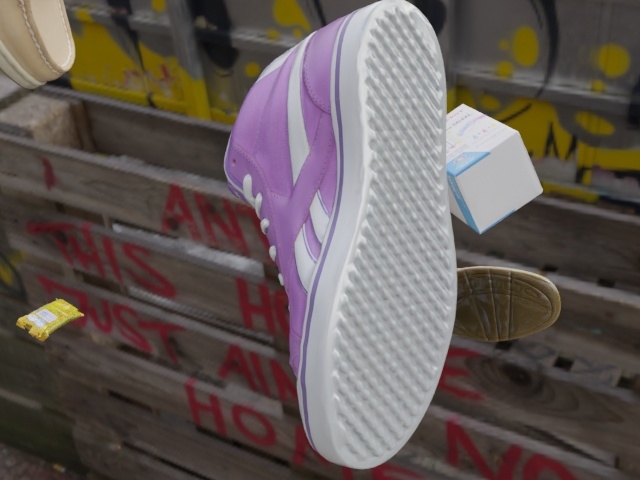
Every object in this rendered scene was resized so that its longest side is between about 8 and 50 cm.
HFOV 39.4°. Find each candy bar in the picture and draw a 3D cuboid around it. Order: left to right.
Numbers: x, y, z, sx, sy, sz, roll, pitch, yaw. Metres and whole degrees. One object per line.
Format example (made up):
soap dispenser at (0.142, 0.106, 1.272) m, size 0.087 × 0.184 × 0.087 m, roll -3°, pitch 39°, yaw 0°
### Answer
candy bar at (-0.316, 0.090, 1.053) m, size 0.040 × 0.018 × 0.161 m, roll 34°, pitch 4°, yaw -3°

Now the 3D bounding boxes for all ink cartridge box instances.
ink cartridge box at (0.175, -0.090, 1.057) m, size 0.092 × 0.090 × 0.143 m, roll -34°, pitch 31°, yaw -6°

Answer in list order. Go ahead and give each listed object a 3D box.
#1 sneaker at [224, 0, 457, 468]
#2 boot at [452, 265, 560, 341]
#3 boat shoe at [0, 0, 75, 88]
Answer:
sneaker at (0.001, 0.000, 0.583) m, size 0.102 × 0.282 × 0.161 m, roll 16°, pitch -16°, yaw -39°
boot at (0.149, 0.056, 0.962) m, size 0.213 × 0.077 × 0.165 m, roll -6°, pitch 6°, yaw 17°
boat shoe at (-0.124, -0.136, 0.366) m, size 0.059 × 0.170 × 0.063 m, roll -7°, pitch 48°, yaw 1°
